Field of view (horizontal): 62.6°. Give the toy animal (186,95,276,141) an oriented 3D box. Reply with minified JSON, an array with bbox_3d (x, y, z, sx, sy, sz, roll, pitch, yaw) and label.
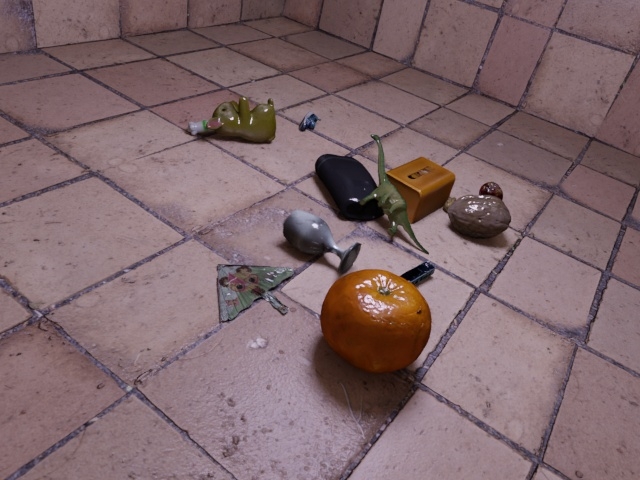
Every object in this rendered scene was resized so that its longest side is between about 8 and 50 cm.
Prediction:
[{"bbox_3d":[-0.360,-0.514,2.198,0.363,0.180,0.181,3,0,-23],"label":"toy animal"}]

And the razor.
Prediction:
[{"bbox_3d":[0.114,-0.213,2.005,0.205,0.113,0.349,1,37,-25],"label":"razor"}]

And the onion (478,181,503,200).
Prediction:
[{"bbox_3d":[0.712,-0.193,2.207,0.107,0.097,0.107,4,77,-19],"label":"onion"}]

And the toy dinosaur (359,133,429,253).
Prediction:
[{"bbox_3d":[0.271,-0.166,1.905,0.447,0.087,0.301,49,41,-4],"label":"toy dinosaur"}]

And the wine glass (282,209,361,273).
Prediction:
[{"bbox_3d":[0.000,0.000,1.664,0.241,0.126,0.126,32,39,22],"label":"wine glass"}]

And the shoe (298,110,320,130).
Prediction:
[{"bbox_3d":[-0.053,-0.551,2.470,0.071,0.064,0.143,35,42,-2],"label":"shoe"}]

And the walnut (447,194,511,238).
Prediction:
[{"bbox_3d":[0.585,-0.092,1.962,0.231,0.178,0.178,9,35,0],"label":"walnut"}]

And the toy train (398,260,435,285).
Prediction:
[{"bbox_3d":[0.284,0.119,1.660,0.208,0.047,0.043,-22,48,-39],"label":"toy train"}]

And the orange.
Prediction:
[{"bbox_3d":[0.138,0.203,1.338,0.284,0.226,0.284,10,30,-6],"label":"orange"}]

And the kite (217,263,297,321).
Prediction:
[{"bbox_3d":[-0.198,0.134,1.505,0.268,0.013,0.323,29,40,22],"label":"kite"}]

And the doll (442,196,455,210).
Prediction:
[{"bbox_3d":[0.528,-0.143,2.102,0.093,0.051,0.061,-30,93,-31],"label":"doll"}]

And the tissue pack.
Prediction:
[{"bbox_3d":[0.375,-0.205,2.062,0.194,0.145,0.275,36,41,25],"label":"tissue pack"}]
